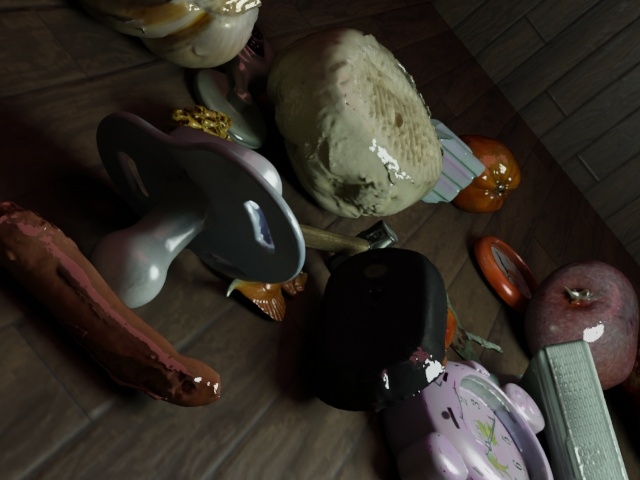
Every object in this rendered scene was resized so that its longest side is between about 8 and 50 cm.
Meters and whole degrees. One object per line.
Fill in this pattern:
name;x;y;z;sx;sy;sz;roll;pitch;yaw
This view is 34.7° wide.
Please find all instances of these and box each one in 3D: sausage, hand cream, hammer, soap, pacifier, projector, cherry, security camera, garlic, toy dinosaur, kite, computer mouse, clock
sausage;-0.225;0.072;1.034;0.304;0.078;0.078;45;24;-12
hand cream;0.322;0.261;1.782;0.331;0.058;0.085;14;42;-55
hammer;0.000;0.000;1.456;0.043;0.111;0.365;60;18;18
soap;0.224;-0.172;2.134;0.230;0.145;0.091;32;21;-48
pacifier;-0.165;-0.008;1.148;0.233;0.299;0.244;-46;142;-32
projector;0.404;0.313;1.671;0.192;0.099;0.256;85;-5;-66
cherry;0.541;0.180;2.088;0.307;0.221;0.261;53;58;-33
security camera;-0.136;-0.274;1.702;0.157;0.080;0.301;37;30;-32
garlic;-0.238;-0.396;1.522;0.286;0.249;0.313;-11;44;-47
toy dinosaur;-0.081;0.062;1.361;0.142;0.057;0.212;59;30;-24
kite;0.270;0.172;1.879;0.250;0.012;0.229;24;37;-50
computer mouse;0.085;0.126;1.396;0.323;0.183;0.116;-78;152;-57
clock;0.223;0.301;1.477;0.322;0.113;0.295;35;28;-32
clock;0.404;0.077;2.208;0.205;0.051;0.205;39;27;-24

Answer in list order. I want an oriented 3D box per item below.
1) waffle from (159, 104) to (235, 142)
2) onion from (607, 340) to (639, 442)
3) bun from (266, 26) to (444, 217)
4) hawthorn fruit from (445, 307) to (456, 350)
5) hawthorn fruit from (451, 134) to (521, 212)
waffle;-0.145;-0.111;1.448;0.193;0.070;0.197;47;24;-10
onion;0.751;0.316;2.225;0.420;0.398;0.398;14;20;12
bun;0.047;-0.184;1.723;0.360;0.211;0.359;44;30;-35
hawthorn fruit;0.154;0.133;1.590;0.128;0.128;0.128;41;26;-24
hawthorn fruit;0.351;-0.154;2.302;0.189;0.189;0.189;41;26;-24
